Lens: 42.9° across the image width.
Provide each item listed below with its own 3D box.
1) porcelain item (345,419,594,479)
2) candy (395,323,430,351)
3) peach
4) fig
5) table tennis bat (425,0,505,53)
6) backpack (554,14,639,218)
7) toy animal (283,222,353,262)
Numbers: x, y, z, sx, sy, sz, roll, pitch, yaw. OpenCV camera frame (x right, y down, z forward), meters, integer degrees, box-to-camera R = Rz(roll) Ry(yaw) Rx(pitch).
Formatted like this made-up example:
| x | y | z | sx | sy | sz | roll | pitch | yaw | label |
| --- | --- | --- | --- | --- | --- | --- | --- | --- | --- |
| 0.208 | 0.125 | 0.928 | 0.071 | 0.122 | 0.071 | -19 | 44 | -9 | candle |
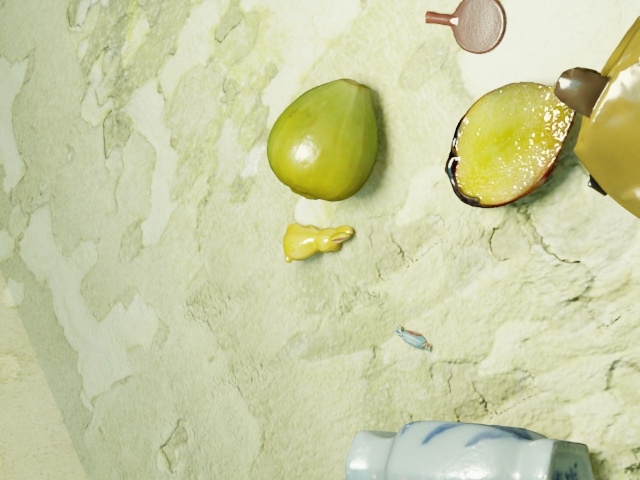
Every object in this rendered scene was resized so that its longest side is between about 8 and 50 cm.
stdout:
| x | y | z | sx | sy | sz | roll | pitch | yaw | label |
| --- | --- | --- | --- | --- | --- | --- | --- | --- | --- |
| 0.251 | 0.407 | 1.421 | 0.405 | 0.242 | 0.178 | -12 | 69 | 41 | porcelain item |
| 0.180 | 0.188 | 1.582 | 0.083 | 0.020 | 0.030 | 24 | 120 | 37 | candy |
| 0.318 | -0.160 | 1.322 | 0.279 | 0.068 | 0.189 | -30 | 72 | 47 | peach |
| 0.007 | -0.188 | 1.535 | 0.207 | 0.207 | 0.230 | 1 | 72 | 45 | fig |
| 0.243 | -0.368 | 1.375 | 0.155 | 0.019 | 0.098 | 20 | 115 | 37 | table tennis bat |
| 0.507 | -0.176 | 1.037 | 0.353 | 0.201 | 0.378 | 38 | 128 | 26 | backpack |
| 0.000 | 0.004 | 1.679 | 0.159 | 0.070 | 0.083 | -6 | 56 | 33 | toy animal |
